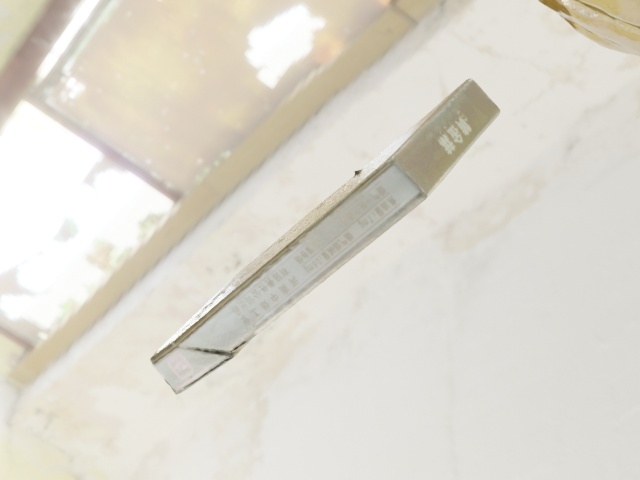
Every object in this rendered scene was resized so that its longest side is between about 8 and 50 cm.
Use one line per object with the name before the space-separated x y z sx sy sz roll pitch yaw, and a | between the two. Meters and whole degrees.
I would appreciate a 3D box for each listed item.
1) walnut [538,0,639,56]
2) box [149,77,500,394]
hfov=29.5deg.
walnut | 0.190 -0.197 0.601 0.228 0.228 0.228 -48 -161 22
box | 0.000 0.000 1.022 0.325 0.047 0.180 -40 -176 37
